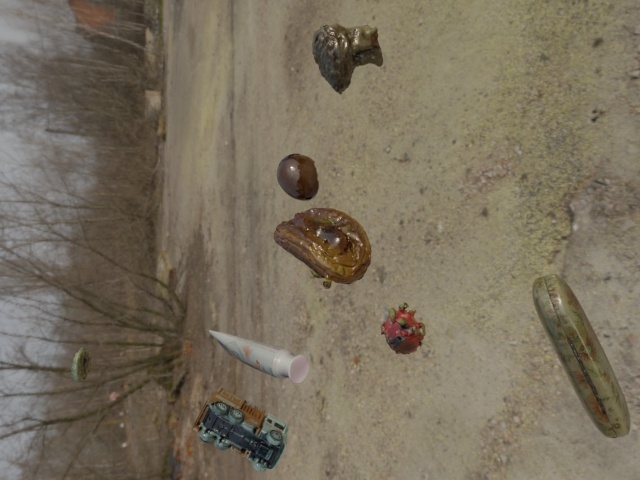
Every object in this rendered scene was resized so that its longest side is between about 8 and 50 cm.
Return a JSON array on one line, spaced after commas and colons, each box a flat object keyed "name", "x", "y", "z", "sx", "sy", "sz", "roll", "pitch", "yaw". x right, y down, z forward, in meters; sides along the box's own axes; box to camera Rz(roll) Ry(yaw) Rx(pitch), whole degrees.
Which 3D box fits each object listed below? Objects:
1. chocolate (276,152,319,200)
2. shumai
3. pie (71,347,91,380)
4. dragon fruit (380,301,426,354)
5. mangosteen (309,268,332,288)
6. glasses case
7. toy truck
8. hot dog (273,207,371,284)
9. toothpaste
[{"name": "chocolate", "x": -0.060, "y": -0.184, "z": 1.266, "sx": 0.133, "sy": 0.127, "sz": 0.124, "roll": 50, "pitch": 150, "yaw": 23}, {"name": "shumai", "x": 0.077, "y": -0.518, "z": 1.170, "sx": 0.166, "sy": 0.175, "sz": 0.206, "roll": 60, "pitch": 177, "yaw": 3}, {"name": "pie", "x": -0.574, "y": 0.297, "z": 1.018, "sx": 0.084, "sy": 0.019, "sz": 0.085, "roll": -179, "pitch": 90, "yaw": -82}, {"name": "dragon fruit", "x": 0.306, "y": 0.327, "z": 1.586, "sx": 0.172, "sy": 0.160, "sz": 0.167, "roll": -103, "pitch": 12, "yaw": -46}, {"name": "mangosteen", "x": 0.048, "y": 0.069, "z": 1.385, "sx": 0.156, "sy": 0.145, "sz": 0.182, "roll": -37, "pitch": 60, "yaw": 51}, {"name": "glasses case", "x": 0.625, "y": 0.276, "z": 1.013, "sx": 0.098, "sy": 0.156, "sz": 0.425, "roll": -25, "pitch": 101, "yaw": 31}, {"name": "toy truck", "x": -0.259, "y": 0.635, "z": 1.446, "sx": 0.136, "sy": 0.305, "sz": 0.162, "roll": -63, "pitch": -2, "yaw": 10}, {"name": "hot dog", "x": 0.002, "y": 0.001, "z": 0.869, "sx": 0.226, "sy": 0.160, "sz": 0.099, "roll": 24, "pitch": 127, "yaw": 36}, {"name": "toothpaste", "x": -0.157, "y": 0.266, "z": 0.995, "sx": 0.323, "sy": 0.066, "sz": 0.100, "roll": 1, "pitch": 133, "yaw": 46}]
